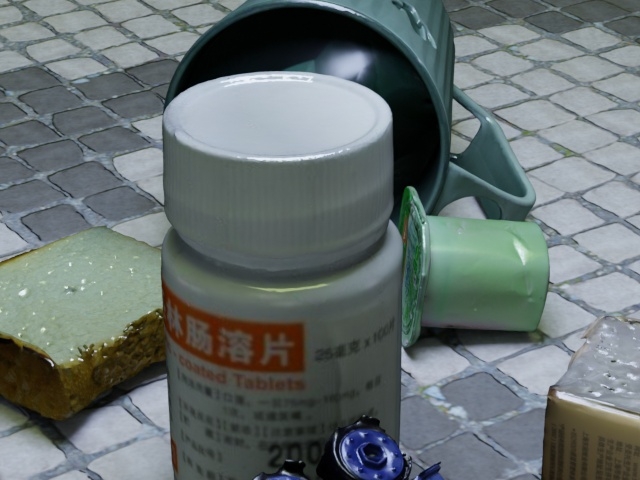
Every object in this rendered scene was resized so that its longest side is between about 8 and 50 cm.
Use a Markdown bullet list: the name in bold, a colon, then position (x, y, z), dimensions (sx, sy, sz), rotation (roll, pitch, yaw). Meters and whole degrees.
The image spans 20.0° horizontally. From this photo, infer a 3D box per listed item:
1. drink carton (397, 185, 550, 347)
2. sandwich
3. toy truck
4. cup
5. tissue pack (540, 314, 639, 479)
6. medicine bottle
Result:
- **drink carton**: position (0.156, 0.035, 1.884), dimensions (0.142, 0.146, 0.144), rotation (5, 27, -9)
- **sandwich**: position (-0.245, 0.082, 1.840), dimensions (0.226, 0.087, 0.251), rotation (22, 32, 34)
- **toy truck**: position (0.024, 0.267, 1.444), dimensions (0.213, 0.161, 0.177), rotation (-26, 60, -39)
- **cup**: position (0.034, -0.132, 2.101), dimensions (0.310, 0.401, 0.392), rotation (-28, 15, 20)
- **tissue pack**: position (0.287, 0.214, 1.343), dimensions (0.239, 0.305, 0.238), rotation (-1, 28, 0)
- **medicine bottle**: position (-0.033, 0.058, 1.574), dimensions (0.211, 0.371, 0.211), rotation (-1, 27, 0)
